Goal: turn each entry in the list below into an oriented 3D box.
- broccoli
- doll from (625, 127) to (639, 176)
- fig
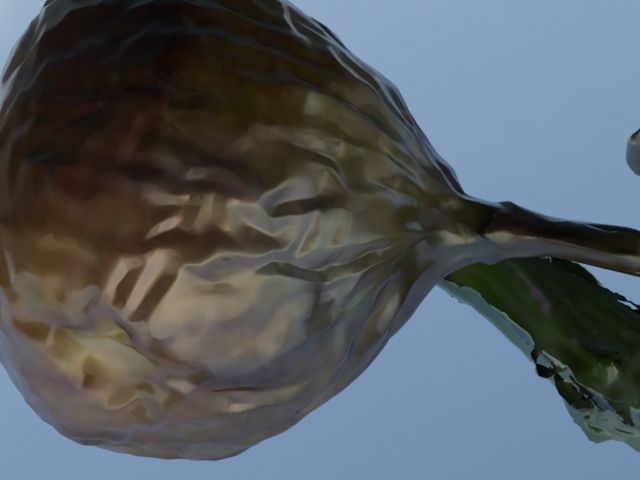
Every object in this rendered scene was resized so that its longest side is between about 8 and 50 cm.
[{"bbox_3d":[0.182,0.071,0.748,0.304,0.145,0.165,36,-104,29],"label":"broccoli"},{"bbox_3d":[0.356,-0.022,0.799,0.330,0.235,0.174,-13,-140,50],"label":"doll"},{"bbox_3d":[0.000,0.000,0.727,0.368,0.286,0.286,11,-134,6],"label":"fig"}]
